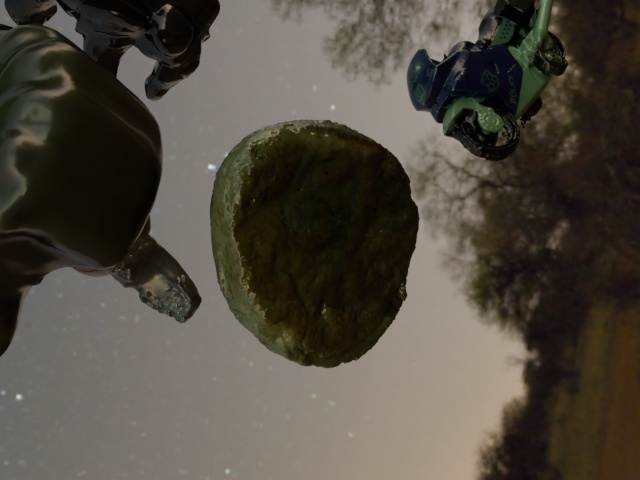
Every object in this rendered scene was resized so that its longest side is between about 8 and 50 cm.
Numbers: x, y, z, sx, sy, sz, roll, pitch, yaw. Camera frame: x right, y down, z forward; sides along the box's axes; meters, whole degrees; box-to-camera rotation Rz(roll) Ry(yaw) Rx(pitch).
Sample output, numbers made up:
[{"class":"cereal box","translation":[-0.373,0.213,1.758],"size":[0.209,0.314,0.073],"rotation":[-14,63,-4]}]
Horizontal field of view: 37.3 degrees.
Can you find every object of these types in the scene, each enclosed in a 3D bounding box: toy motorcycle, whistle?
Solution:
[{"class":"toy motorcycle","translation":[0.244,-0.249,1.398],"size":[0.331,0.196,0.125],"rotation":[-54,-7,-38]},{"class":"whistle","translation":[-0.239,0.017,1.154],"size":[0.123,0.223,0.123],"rotation":[-45,-8,-9]}]

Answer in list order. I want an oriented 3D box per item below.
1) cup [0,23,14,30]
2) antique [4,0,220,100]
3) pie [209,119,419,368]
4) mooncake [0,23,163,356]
[{"class":"cup","translation":[-0.719,-0.257,2.015],"size":[0.242,0.308,0.292],"rotation":[11,-121,-36]},{"class":"antique","translation":[-0.282,-0.334,1.247],"size":[0.322,0.255,0.185],"rotation":[51,-125,-17]},{"class":"pie","translation":[0.000,0.000,1.026],"size":[0.277,0.078,0.277],"rotation":[7,-102,-35]},{"class":"mooncake","translation":[-0.337,-0.062,0.974],"size":[0.187,0.351,0.351],"rotation":[39,-122,-40]}]
